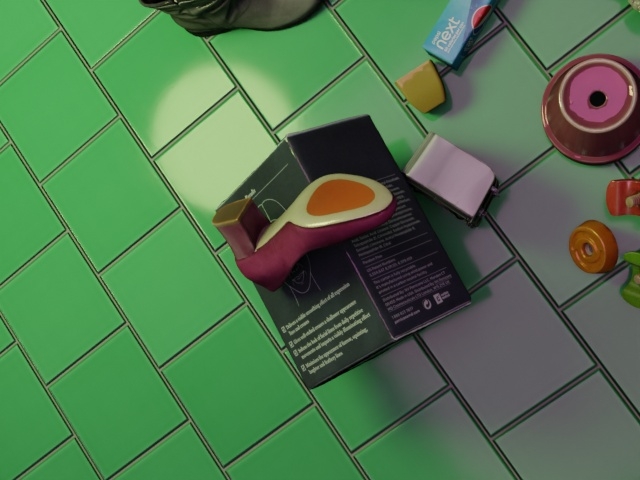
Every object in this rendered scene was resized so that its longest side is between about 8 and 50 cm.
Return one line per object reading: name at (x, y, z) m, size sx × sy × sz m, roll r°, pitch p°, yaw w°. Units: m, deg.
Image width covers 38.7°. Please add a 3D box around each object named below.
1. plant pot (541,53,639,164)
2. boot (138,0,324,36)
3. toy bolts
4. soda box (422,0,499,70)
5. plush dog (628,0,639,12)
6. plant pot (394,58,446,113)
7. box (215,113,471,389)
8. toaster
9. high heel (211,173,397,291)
plant pot at (0.491, -0.242, 1.615) m, size 0.201 × 0.180 × 0.201 m, roll -1°, pitch 88°, yaw 16°
boot at (-0.169, -0.483, 1.792) m, size 0.338 × 0.222 × 0.118 m, roll -13°, pitch 84°, yaw 16°
toy bolts at (0.577, -0.026, 1.620) m, size 0.218 × 0.158 × 0.228 m, roll 32°, pitch 130°, yaw 52°
soda box at (0.283, -0.437, 1.739) m, size 0.071 × 0.067 × 0.210 m, roll 33°, pitch 99°, yaw 15°
plush dog at (0.699, -0.458, 1.578) m, size 0.225 × 0.210 × 0.262 m, roll 54°, pitch 137°, yaw -3°
plant pot at (0.201, -0.291, 1.756) m, size 0.081 × 0.081 × 0.083 m, roll -32°, pitch 91°, yaw 13°
box at (0.032, 0.023, 1.665) m, size 0.293 × 0.212 × 0.395 m, roll -38°, pitch 77°, yaw 50°
toaster at (0.240, -0.113, 1.695) m, size 0.185 × 0.168 × 0.110 m, roll 34°, pitch 95°, yaw 14°
high heel at (0.000, 0.000, 1.478) m, size 0.377 × 0.181 × 0.127 m, roll -2°, pitch 43°, yaw 45°
